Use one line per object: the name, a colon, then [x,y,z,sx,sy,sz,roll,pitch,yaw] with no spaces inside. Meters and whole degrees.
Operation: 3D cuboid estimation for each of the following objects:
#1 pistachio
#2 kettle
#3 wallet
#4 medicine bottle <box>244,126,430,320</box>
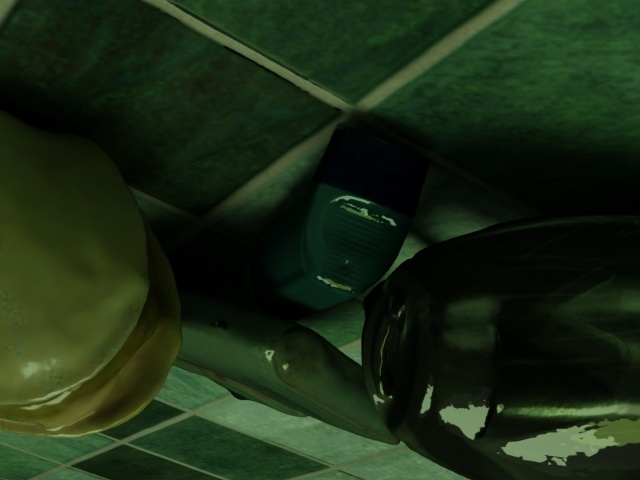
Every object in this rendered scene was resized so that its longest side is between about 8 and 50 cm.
pistachio: [-0.254,0.018,0.854,0.321,0.238,0.229,34,167,27]
kettle: [0.183,0.077,0.800,0.324,0.228,0.321,6,-167,-10]
wallet: [-0.091,0.103,1.013,0.360,0.083,0.252,13,165,41]
medicine bottle: [0.000,0.000,0.869,0.079,0.124,0.258,19,162,-13]
